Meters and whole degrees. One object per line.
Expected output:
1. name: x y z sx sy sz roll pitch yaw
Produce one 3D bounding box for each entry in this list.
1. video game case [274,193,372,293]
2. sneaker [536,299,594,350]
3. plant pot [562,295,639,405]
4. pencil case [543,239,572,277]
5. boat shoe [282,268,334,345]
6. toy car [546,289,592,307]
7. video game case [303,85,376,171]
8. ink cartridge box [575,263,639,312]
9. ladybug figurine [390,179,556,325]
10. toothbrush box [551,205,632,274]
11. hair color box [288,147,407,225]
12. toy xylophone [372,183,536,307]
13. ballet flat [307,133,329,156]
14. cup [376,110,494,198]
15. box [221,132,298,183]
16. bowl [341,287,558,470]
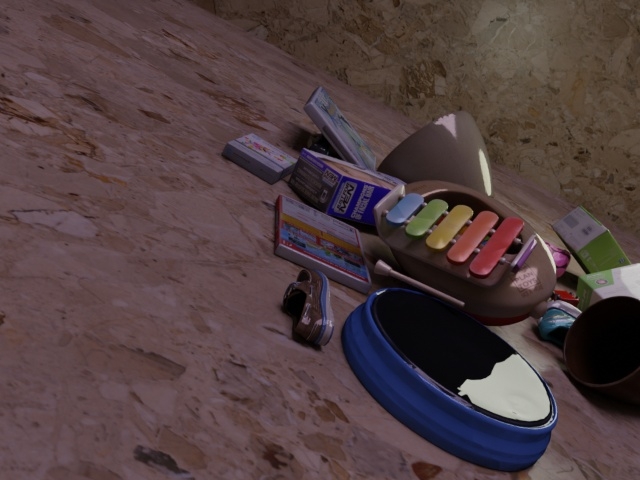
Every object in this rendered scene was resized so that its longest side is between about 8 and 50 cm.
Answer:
1. video game case: 0.000 0.000 1.521 0.204 0.025 0.285 25 20 -13
2. sneaker: 0.634 0.248 1.713 0.275 0.107 0.110 24 37 2
3. plant pot: 0.687 0.270 1.582 0.230 0.215 0.215 36 15 -27
4. pencil case: 0.673 0.027 2.262 0.209 0.098 0.095 32 2 5
5. boat shoe: -0.024 0.096 1.193 0.066 0.066 0.183 20 22 -20
6. toy car: 0.636 0.182 1.863 0.225 0.053 0.239 -1 12 -34
7. video game case: 0.067 -0.321 2.209 0.300 0.036 0.329 51 16 -13
8. ink cartridge box: 0.864 0.216 1.922 0.207 0.119 0.353 -10 33 -14
9. ladybug figurine: 0.315 0.036 1.582 0.305 0.162 0.449 -20 45 -22
10. toothbrush box: 0.888 0.056 2.311 0.283 0.122 0.206 49 12 -22
11. hair color box: 0.111 -0.115 1.808 0.339 0.110 0.185 10 19 -39
12. toy xylophone: 0.245 0.009 1.420 0.322 0.081 0.236 18 42 19
13. ballet flat: -0.004 -0.287 2.155 0.074 0.074 0.203 27 22 -5
14. cup: 0.352 -0.168 2.051 0.331 0.331 0.237 -5 59 -57
15. box: -0.146 -0.206 1.805 0.145 0.038 0.186 31 19 5
16. bowl: 0.222 0.215 1.226 0.391 0.077 0.391 25 20 -10
